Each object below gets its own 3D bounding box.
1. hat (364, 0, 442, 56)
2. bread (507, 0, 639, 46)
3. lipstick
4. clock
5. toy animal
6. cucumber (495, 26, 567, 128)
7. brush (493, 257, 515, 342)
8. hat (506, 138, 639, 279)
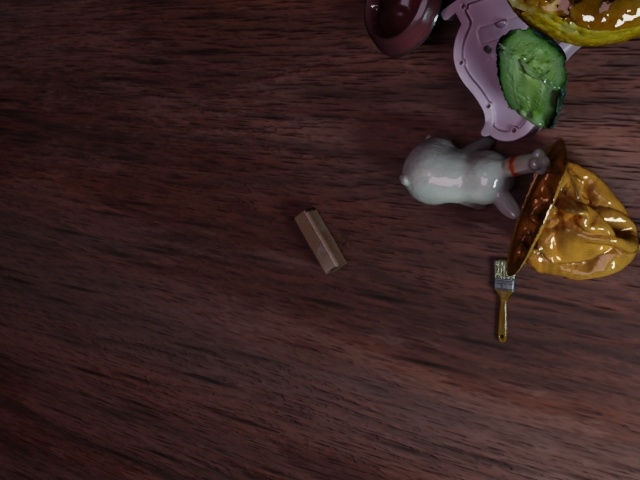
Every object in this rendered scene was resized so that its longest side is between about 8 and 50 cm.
[{"bbox_3d":[0.169,-0.447,1.487,0.205,0.089,0.205,-7,81,51],"label":"hat"},{"bbox_3d":[0.426,-0.462,1.194,0.337,0.204,0.358,22,82,21],"label":"bread"},{"bbox_3d":[0.000,0.000,1.721,0.045,0.045,0.145,-36,79,32],"label":"lipstick"},{"bbox_3d":[0.385,-0.330,1.381,0.290,0.080,0.275,-13,92,36],"label":"clock"},{"bbox_3d":[0.294,-0.117,1.449,0.283,0.138,0.140,7,105,30],"label":"toy animal"},{"bbox_3d":[0.350,-0.261,1.265,0.115,0.193,0.085,29,73,24],"label":"cucumber"},{"bbox_3d":[0.357,0.118,1.527,0.043,0.014,0.169,6,104,31],"label":"brush"},{"bbox_3d":[0.477,-0.021,1.357,0.233,0.244,0.233,21,142,1],"label":"hat"}]
